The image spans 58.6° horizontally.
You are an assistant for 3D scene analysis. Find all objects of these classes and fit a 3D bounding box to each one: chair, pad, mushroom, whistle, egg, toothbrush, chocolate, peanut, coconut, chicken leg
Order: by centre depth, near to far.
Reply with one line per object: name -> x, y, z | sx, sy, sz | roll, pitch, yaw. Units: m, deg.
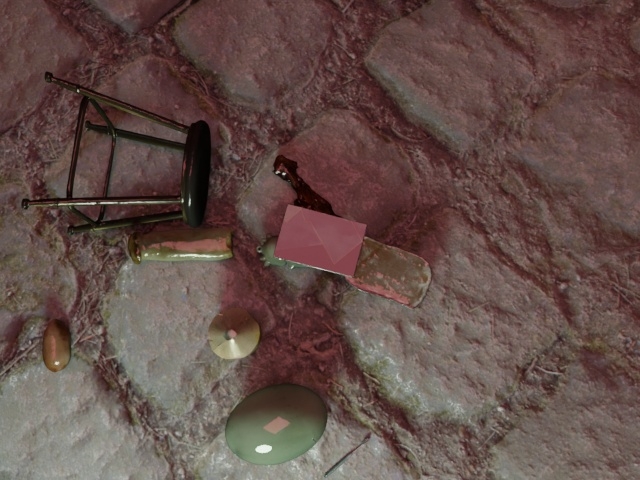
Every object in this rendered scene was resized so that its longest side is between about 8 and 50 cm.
egg -> -0.118, 0.497, 1.544 | 0.282, 0.203, 0.203 | -13, 80, -4
chair -> -0.529, -0.206, 1.604 | 0.409, 0.362, 0.365 | 5, 79, -5
coconut -> -0.241, 0.265, 1.610 | 0.146, 0.153, 0.147 | 0, 78, 1
toothbrush -> 0.075, 0.617, 1.620 | 0.167, 0.014, 0.011 | -39, 65, -6
peanut -> -0.758, 0.300, 1.638 | 0.076, 0.076, 0.152 | -6, 76, -2
pad -> 0.000, 0.000, 1.640 | 0.242, 0.004, 0.164 | 14, 82, 2
chocolate -> 0.199, 0.092, 1.683 | 0.253, 0.080, 0.157 | 21, 94, 4
whistle -> -0.069, 0.032, 1.684 | 0.244, 0.092, 0.110 | 2, 78, 1
mushroom -> -0.413, 0.016, 1.693 | 0.311, 0.081, 0.100 | -3, 85, -5
chicken leg -> -0.047, -0.135, 1.724 | 0.113, 0.093, 0.304 | -26, 72, -23
